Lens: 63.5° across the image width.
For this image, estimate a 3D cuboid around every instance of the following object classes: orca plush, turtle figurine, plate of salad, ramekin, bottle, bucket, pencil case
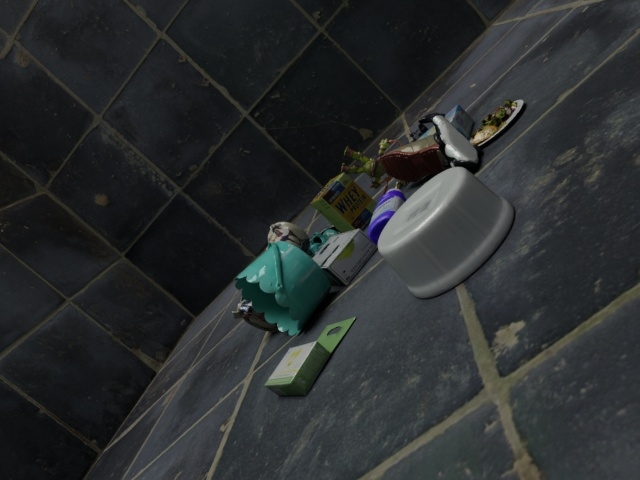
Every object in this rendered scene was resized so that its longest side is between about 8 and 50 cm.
[{"bbox_3d":[0.364,-0.268,1.517,0.287,0.151,0.102,58,137,38],"label":"orca plush"},{"bbox_3d":[0.190,-0.270,1.968,0.087,0.218,0.269,-77,-2,-48],"label":"turtle figurine"},{"bbox_3d":[0.514,-0.352,1.541,0.200,0.048,0.200,-46,9,9],"label":"plate of salad"},{"bbox_3d":[0.248,-0.025,1.084,0.277,0.135,0.277,-45,9,9],"label":"ramekin"},{"bbox_3d":[0.216,-0.081,1.587,0.118,0.092,0.282,-43,10,28],"label":"bottle"},{"bbox_3d":[-0.116,0.145,1.629,0.183,0.281,0.281,-48,9,-24],"label":"bucket"},{"bbox_3d":[-0.172,0.124,1.911,0.159,0.184,0.410,97,-170,-58],"label":"pencil case"}]

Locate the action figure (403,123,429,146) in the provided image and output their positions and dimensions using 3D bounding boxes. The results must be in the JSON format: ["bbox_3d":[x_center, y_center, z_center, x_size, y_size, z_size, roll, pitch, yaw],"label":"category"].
[{"bbox_3d":[0.372,-0.386,2.169,0.185,0.099,0.285,-54,8,-13],"label":"action figure"}]

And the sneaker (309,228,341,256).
[{"bbox_3d":[0.017,0.007,2.056,0.107,0.110,0.275,-44,9,18],"label":"sneaker"}]

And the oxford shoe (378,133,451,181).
[{"bbox_3d":[0.342,-0.284,1.744,0.130,0.123,0.348,-47,27,-25],"label":"oxford shoe"}]

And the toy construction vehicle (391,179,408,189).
[{"bbox_3d":[0.297,-0.213,1.956,0.098,0.035,0.086,-51,10,-24],"label":"toy construction vehicle"}]

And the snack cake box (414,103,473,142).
[{"bbox_3d":[0.410,-0.345,1.842,0.264,0.089,0.152,-40,11,38],"label":"snack cake box"}]

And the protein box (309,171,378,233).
[{"bbox_3d":[0.095,-0.137,2.022,0.136,0.201,0.200,-49,9,-11],"label":"protein box"}]

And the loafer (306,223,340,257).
[{"bbox_3d":[0.000,0.000,2.254,0.223,0.076,0.078,-42,2,9],"label":"loafer"}]

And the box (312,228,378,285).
[{"bbox_3d":[0.061,0.059,1.708,0.169,0.087,0.290,-49,10,-13],"label":"box"}]

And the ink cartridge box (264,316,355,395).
[{"bbox_3d":[-0.026,0.278,1.293,0.235,0.056,0.171,-54,11,-29],"label":"ink cartridge box"}]
